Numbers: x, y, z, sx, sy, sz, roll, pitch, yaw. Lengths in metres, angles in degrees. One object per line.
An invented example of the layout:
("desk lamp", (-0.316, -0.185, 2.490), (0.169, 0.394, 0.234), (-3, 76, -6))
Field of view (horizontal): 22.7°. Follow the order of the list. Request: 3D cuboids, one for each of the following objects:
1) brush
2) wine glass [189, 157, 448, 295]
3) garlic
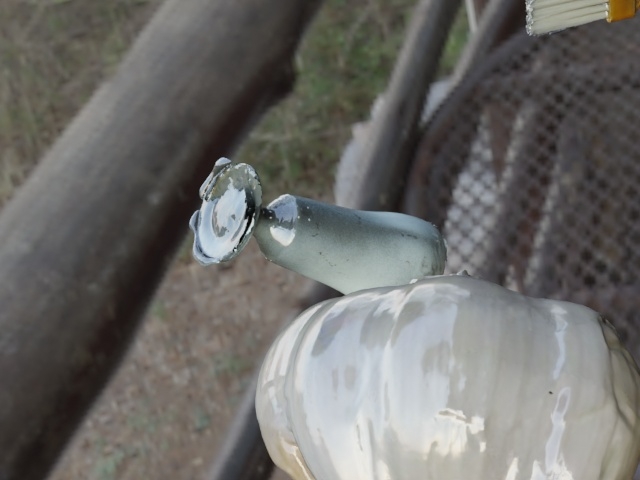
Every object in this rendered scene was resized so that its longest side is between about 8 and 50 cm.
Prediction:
("brush", (0.300, -0.221, 1.191), (0.314, 0.090, 0.017), (-13, 38, -8))
("wine glass", (0.000, 0.000, 1.004), (0.155, 0.072, 0.072), (17, 13, -34))
("garlic", (0.032, 0.046, 0.437), (0.113, 0.074, 0.094), (-4, 44, 29))
